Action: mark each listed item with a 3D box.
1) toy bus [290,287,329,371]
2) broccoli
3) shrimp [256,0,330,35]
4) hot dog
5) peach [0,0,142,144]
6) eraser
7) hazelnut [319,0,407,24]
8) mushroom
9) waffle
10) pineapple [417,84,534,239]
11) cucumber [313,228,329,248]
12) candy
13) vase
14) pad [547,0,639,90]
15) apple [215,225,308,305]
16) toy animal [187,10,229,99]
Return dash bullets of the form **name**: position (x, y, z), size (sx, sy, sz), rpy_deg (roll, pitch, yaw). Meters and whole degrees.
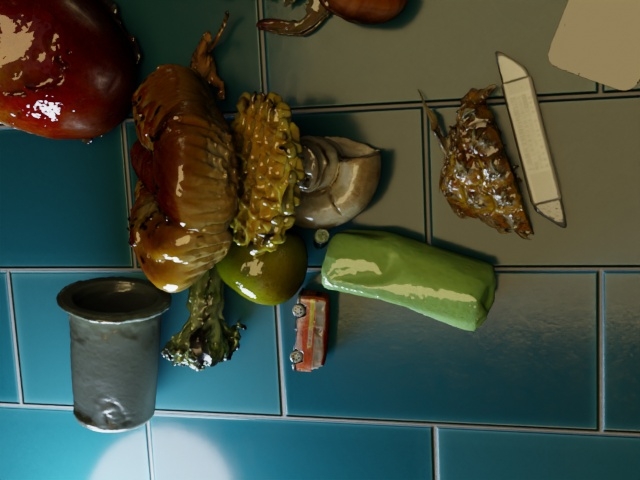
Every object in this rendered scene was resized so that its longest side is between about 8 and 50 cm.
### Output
- **toy bus**: position (-0.021, 0.192, 1.759), size (0.077, 0.079, 0.174), rpy_deg (4, 100, 5)
- **broccoli**: position (-0.246, 0.124, 1.784), size (0.145, 0.165, 0.304), rpy_deg (7, 87, 21)
- **shrimp**: position (-0.084, -0.492, 1.683), size (0.253, 0.058, 0.173), rpy_deg (-13, 104, 14)
- **hot dog**: position (-0.271, -0.102, 1.588), size (0.196, 0.365, 0.368), rpy_deg (-2, 124, -22)
- **peach**: position (-0.584, -0.378, 1.731), size (0.416, 0.353, 0.339), rpy_deg (24, 117, -32)
- **eraser**: position (0.399, -0.190, 1.578), size (0.061, 0.089, 0.352), rpy_deg (-14, 94, 13)
- **hazelnut**: position (0.083, -0.498, 1.584), size (0.182, 0.182, 0.182), rpy_deg (2, 99, 15)
- **mushroom**: position (-0.014, -0.114, 1.647), size (0.253, 0.195, 0.189), rpy_deg (10, 104, 15)
- **waffle**: position (-0.111, -0.119, 1.555), size (0.329, 0.062, 0.330), rpy_deg (-1, 88, 59)
- **pineapple**: position (0.288, -0.141, 1.581), size (0.158, 0.161, 0.335), rpy_deg (-12, 98, 19)
- **cucumber**: position (0.000, 0.000, 1.697), size (0.032, 0.133, 0.032), rpy_deg (0, 82, -2)
- **candy**: position (0.177, 0.072, 1.657), size (0.343, 0.132, 0.142), rpy_deg (14, 111, 12)
- **vase**: position (-0.453, 0.250, 1.815), size (0.244, 0.245, 0.291), rpy_deg (11, 109, 13)
- **pad**: position (0.549, -0.427, 1.545), size (0.181, 0.004, 0.267), rpy_deg (23, 104, 10)
- **apple**: position (-0.117, 0.037, 1.699), size (0.196, 0.196, 0.157), rpy_deg (32, 100, 8)
- **toy animal**: position (-0.248, -0.360, 1.733), size (0.114, 0.116, 0.255), rpy_deg (28, 105, -36)
